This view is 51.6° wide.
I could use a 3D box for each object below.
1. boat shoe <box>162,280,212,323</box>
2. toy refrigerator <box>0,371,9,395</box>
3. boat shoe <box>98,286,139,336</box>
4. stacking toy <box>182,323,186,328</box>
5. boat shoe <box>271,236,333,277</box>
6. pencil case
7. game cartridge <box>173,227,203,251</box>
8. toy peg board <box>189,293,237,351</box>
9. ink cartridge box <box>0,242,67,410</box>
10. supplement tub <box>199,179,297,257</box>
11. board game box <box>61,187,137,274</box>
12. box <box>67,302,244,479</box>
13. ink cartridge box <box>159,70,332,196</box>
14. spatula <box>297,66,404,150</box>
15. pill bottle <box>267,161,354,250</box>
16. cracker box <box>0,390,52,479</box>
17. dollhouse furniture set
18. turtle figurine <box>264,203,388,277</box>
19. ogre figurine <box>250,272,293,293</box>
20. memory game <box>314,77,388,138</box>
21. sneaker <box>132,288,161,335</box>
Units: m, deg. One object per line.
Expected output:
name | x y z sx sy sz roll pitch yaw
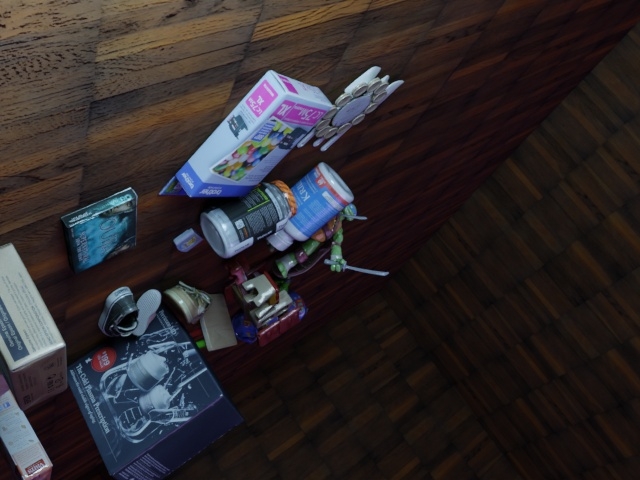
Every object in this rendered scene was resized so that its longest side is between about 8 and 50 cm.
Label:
boat shoe | -0.336 0.152 1.710 0.089 0.104 0.285 -39 177 -10
toy refrigerator | -0.633 0.216 1.144 0.094 0.102 0.269 -37 166 1
boat shoe | -0.464 0.186 1.537 0.078 0.070 0.219 -29 165 -30
stacking toy | -0.446 0.284 1.971 0.167 0.052 0.221 -43 167 30
boat shoe | -0.050 0.049 2.080 0.258 0.095 0.095 -30 171 -28
pencil case | -0.185 0.283 2.448 0.120 0.133 0.306 -5 -170 40
game cartridge | -0.294 0.001 1.463 0.056 0.017 0.083 -33 166 -1
toy peg board | -0.332 0.245 1.930 0.079 0.160 0.161 -20 171 16
ink cartridge box | -0.491 0.147 1.071 0.088 0.193 0.234 -27 163 -30
supplement tub | -0.152 -0.052 1.424 0.190 0.117 0.117 -29 165 -26
board game box | -0.383 -0.014 1.161 0.126 0.026 0.186 -29 165 -27
box | -0.425 0.393 1.683 0.313 0.343 0.178 -34 144 -12
ink cartridge box | -0.134 -0.166 1.210 0.311 0.065 0.186 -40 166 22
spatula | 0.058 -0.276 1.421 0.242 0.019 0.168 -39 168 23
pill bottle | -0.039 -0.076 1.611 0.221 0.124 0.124 -41 166 12
cracker box | -0.688 0.441 1.484 0.067 0.232 0.155 -27 163 -35
dollhouse furniture set | -0.167 0.136 1.878 0.152 0.201 0.374 -32 160 -18
turtle figurine | 0.000 0.000 1.765 0.266 0.274 0.197 -27 150 -4
ogre figurine | -0.173 0.169 2.184 0.197 0.097 0.118 -48 153 -22
memory game | 0.063 -0.273 1.372 0.186 0.012 0.186 -33 168 -8
sneaker | -0.425 0.164 1.626 0.134 0.051 0.070 -61 -172 21
